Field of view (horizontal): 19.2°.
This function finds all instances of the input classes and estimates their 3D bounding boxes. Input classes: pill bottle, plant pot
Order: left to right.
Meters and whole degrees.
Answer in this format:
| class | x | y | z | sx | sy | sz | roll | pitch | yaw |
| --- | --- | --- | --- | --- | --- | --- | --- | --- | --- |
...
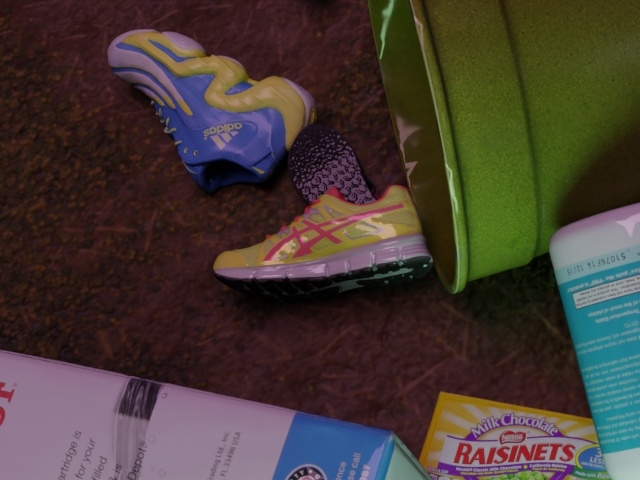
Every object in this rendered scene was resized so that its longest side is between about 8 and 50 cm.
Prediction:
| class | x | y | z | sx | sy | sz | roll | pitch | yaw |
| --- | --- | --- | --- | --- | --- | --- | --- | --- | --- |
| plant pot | 0.242 | -0.170 | 1.635 | 0.353 | 0.366 | 0.366 | -12 | 56 | -3 |
| pill bottle | 0.280 | 0.102 | 1.500 | 0.146 | 0.146 | 0.264 | -15 | 84 | 10 |

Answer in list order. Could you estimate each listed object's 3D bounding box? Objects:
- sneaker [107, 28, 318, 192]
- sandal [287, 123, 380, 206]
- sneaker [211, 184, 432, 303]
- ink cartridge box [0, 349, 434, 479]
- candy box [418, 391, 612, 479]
| class | x | y | z | sx | sy | sz | roll | pitch | yaw |
| --- | --- | --- | --- | --- | --- | --- | --- | --- | --- |
| sneaker | -0.127 | -0.124 | 1.858 | 0.240 | 0.091 | 0.126 | 18 | 68 | 26 |
| sandal | 0.029 | -0.032 | 1.786 | 0.067 | 0.040 | 0.179 | -37 | 70 | 2 |
| sneaker | 0.000 | 0.000 | 1.731 | 0.208 | 0.081 | 0.094 | -9 | 72 | 16 |
| ink cartridge box | -0.136 | 0.274 | 1.565 | 0.395 | 0.166 | 0.285 | 10 | 70 | 23 |
| candy box | 0.184 | 0.193 | 1.600 | 0.206 | 0.027 | 0.105 | 8 | 60 | 23 |
